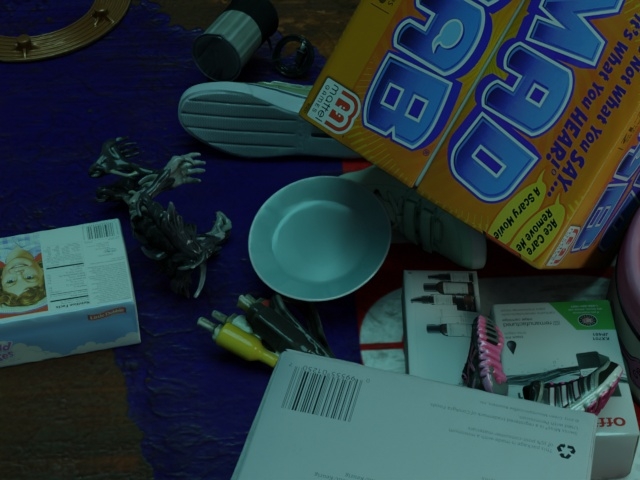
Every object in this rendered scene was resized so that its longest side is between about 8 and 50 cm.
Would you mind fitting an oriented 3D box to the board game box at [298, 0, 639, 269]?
[{"bbox_3d":[0.263,-0.205,1.705,0.356,0.356,0.356,34,12,21],"label":"board game box"}]

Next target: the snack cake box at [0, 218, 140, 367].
[{"bbox_3d":[-0.372,0.073,1.747,0.264,0.089,0.152,-9,48,-8],"label":"snack cake box"}]

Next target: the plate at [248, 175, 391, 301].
[{"bbox_3d":[0.000,0.000,1.771,0.188,0.024,0.188,-5,60,8],"label":"plate"}]

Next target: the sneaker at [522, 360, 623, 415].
[{"bbox_3d":[0.266,0.179,1.536,0.170,0.063,0.075,-36,63,-21],"label":"sneaker"}]

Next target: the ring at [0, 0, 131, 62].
[{"bbox_3d":[-0.480,-0.408,2.255,0.336,0.032,0.337,0,47,0],"label":"ring"}]

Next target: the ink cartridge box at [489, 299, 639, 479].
[{"bbox_3d":[0.287,0.178,1.641,0.153,0.087,0.208,-2,47,-1],"label":"ink cartridge box"}]

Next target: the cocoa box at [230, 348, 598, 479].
[{"bbox_3d":[0.093,0.299,1.426,0.347,0.228,0.231,10,46,10],"label":"cocoa box"}]

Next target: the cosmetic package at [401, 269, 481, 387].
[{"bbox_3d":[0.153,0.140,1.698,0.099,0.060,0.239,-1,46,1],"label":"cosmetic package"}]

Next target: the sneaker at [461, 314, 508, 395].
[{"bbox_3d":[0.186,0.141,1.617,0.047,0.057,0.119,31,41,-28],"label":"sneaker"}]

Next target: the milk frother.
[{"bbox_3d":[-0.098,-0.286,2.066,0.143,0.129,0.135,12,43,21],"label":"milk frother"}]

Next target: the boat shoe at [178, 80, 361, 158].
[{"bbox_3d":[-0.055,-0.179,1.997,0.302,0.109,0.094,8,30,-4],"label":"boat shoe"}]

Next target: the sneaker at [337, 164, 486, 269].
[{"bbox_3d":[0.107,-0.021,1.822,0.151,0.094,0.256,-16,34,-22],"label":"sneaker"}]

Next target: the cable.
[{"bbox_3d":[-0.013,0.155,1.709,0.287,0.072,0.139,41,40,18],"label":"cable"}]

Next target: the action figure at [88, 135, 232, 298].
[{"bbox_3d":[-0.195,-0.039,1.810,0.141,0.164,0.275,-30,47,-20],"label":"action figure"}]

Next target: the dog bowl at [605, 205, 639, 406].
[{"bbox_3d":[0.544,0.055,1.656,0.408,0.150,0.408,-8,51,10],"label":"dog bowl"}]
